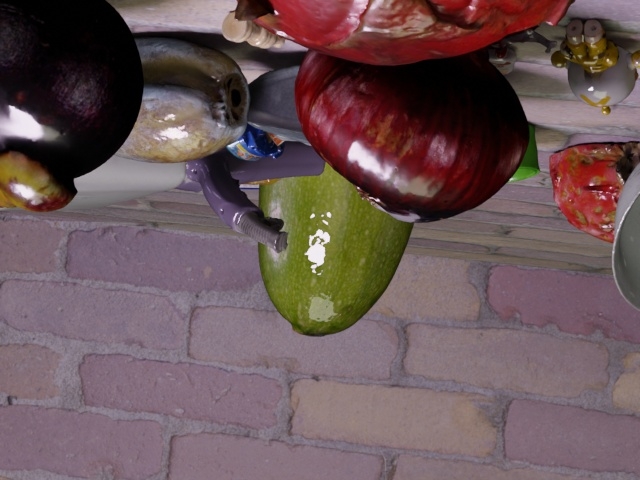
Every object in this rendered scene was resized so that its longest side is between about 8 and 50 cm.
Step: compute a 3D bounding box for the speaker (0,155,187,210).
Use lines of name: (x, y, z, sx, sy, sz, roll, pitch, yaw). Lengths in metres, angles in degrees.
speaker: (-0.352, -0.141, 2.219, 0.184, 0.183, 0.406, 4, 175, -28)

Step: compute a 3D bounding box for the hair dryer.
hair dryer: (-0.103, -0.075, 2.258, 0.301, 0.121, 0.361, 0, -150, -20)

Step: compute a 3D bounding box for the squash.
squash: (0.022, 0.015, 2.632, 0.310, 0.308, 0.310, 7, 172, 1)

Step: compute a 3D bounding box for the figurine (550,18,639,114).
figurine: (0.305, -0.193, 1.623, 0.101, 0.068, 0.143, 11, 161, 1)

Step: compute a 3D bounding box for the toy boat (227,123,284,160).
toy boat: (-0.074, -0.164, 2.215, 0.110, 0.091, 0.175, -24, 168, 14)

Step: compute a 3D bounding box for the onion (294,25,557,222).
onion: (0.113, -0.159, 1.595, 0.273, 0.285, 0.273, 28, -155, -14)

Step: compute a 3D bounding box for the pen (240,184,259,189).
pen: (-0.089, -0.109, 2.892, 0.204, 0.025, 0.025, 3, 173, 29)

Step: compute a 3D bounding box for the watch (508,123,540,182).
watch: (0.234, -0.116, 2.133, 0.152, 0.131, 0.165, -6, 170, 12)

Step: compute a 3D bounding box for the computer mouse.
computer mouse: (0.074, -0.163, 1.886, 0.374, 0.114, 0.203, 12, 178, 18)

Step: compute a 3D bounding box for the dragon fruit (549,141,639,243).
dragon fruit: (0.465, -0.073, 2.223, 0.262, 0.134, 0.211, 6, 164, 11)

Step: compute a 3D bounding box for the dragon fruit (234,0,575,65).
dragon fruit: (0.045, -0.231, 1.418, 0.344, 0.100, 0.282, 2, 168, 27)

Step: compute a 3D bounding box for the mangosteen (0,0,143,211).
mangosteen: (-0.337, -0.146, 1.592, 0.275, 0.302, 0.275, 22, 163, 7)

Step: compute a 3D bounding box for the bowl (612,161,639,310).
bowl: (0.514, -0.053, 2.051, 0.313, 0.313, 0.146, 9, -148, -26)

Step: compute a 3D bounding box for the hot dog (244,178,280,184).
hot dog: (-0.191, -0.136, 2.557, 0.289, 0.068, 0.083, 5, -151, 25)

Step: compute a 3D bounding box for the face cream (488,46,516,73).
face cream: (0.207, -0.211, 1.730, 0.040, 0.021, 0.083, 5, 173, 4)

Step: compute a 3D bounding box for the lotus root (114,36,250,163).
lotus root: (-0.234, -0.175, 1.875, 0.322, 0.158, 0.140, 8, 150, 31)

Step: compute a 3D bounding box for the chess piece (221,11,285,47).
chess piece: (-0.072, -0.238, 1.725, 0.035, 0.035, 0.092, 2, 176, 34)
